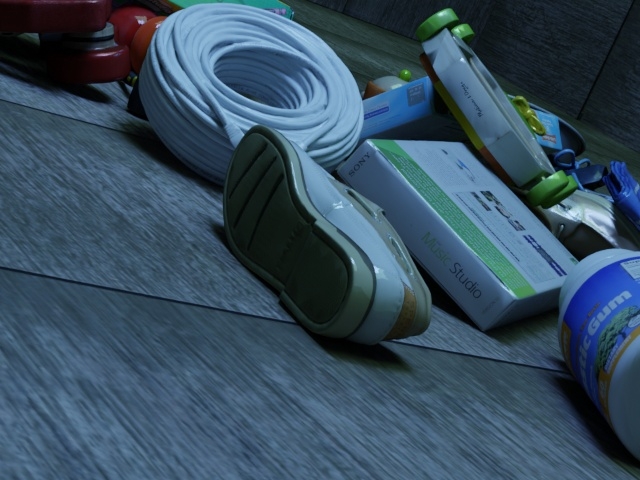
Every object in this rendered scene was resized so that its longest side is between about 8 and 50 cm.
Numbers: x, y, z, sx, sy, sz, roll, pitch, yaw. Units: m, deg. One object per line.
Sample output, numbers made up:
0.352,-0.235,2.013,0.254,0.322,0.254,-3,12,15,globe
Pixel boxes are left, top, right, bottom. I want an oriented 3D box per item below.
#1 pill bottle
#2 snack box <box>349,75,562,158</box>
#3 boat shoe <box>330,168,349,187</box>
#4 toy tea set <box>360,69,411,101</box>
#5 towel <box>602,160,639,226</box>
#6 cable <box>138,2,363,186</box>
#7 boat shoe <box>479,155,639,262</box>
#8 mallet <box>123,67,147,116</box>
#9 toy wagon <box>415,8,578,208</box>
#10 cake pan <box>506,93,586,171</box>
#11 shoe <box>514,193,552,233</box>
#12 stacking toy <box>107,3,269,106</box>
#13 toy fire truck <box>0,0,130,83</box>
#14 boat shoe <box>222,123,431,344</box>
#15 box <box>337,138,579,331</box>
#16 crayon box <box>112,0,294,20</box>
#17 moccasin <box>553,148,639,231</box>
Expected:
0.308,0.098,1.435,0.152,0.152,0.272,21,12,-12,pill bottle
0.181,-0.153,2.207,0.187,0.060,0.322,-17,-18,38,snack box
0.068,-0.060,1.819,0.073,0.073,0.207,34,16,24,boat shoe
0.027,-0.253,2.417,0.336,0.124,0.200,24,13,-1,toy tea set
0.520,0.028,2.118,0.336,0.040,0.243,44,13,-3,towel
-0.075,-0.161,1.729,0.257,0.089,0.257,-21,59,-45,cable
0.318,-0.023,2.101,0.098,0.109,0.302,-31,56,-30,boat shoe
-0.229,-0.185,1.901,0.039,0.062,0.190,20,-2,-21,mallet
0.232,-0.159,1.997,0.267,0.068,0.344,57,12,9,toy wagon
0.285,-0.174,2.514,0.293,0.054,0.293,20,-10,4,cake pan
0.197,-0.046,1.991,0.219,0.076,0.058,20,19,-9,shoe
-0.169,-0.225,1.993,0.330,0.141,0.141,26,11,40,stacking toy
-0.363,-0.287,1.842,0.254,0.169,0.302,-4,19,-12,toy fire truck
0.000,0.000,1.397,0.103,0.113,0.302,17,25,-33,boat shoe
0.169,-0.014,1.703,0.232,0.058,0.322,48,18,15,box
-0.199,-0.330,2.146,0.278,0.081,0.165,24,-18,-32,crayon box
0.417,-0.067,2.382,0.342,0.116,0.138,27,13,13,moccasin
